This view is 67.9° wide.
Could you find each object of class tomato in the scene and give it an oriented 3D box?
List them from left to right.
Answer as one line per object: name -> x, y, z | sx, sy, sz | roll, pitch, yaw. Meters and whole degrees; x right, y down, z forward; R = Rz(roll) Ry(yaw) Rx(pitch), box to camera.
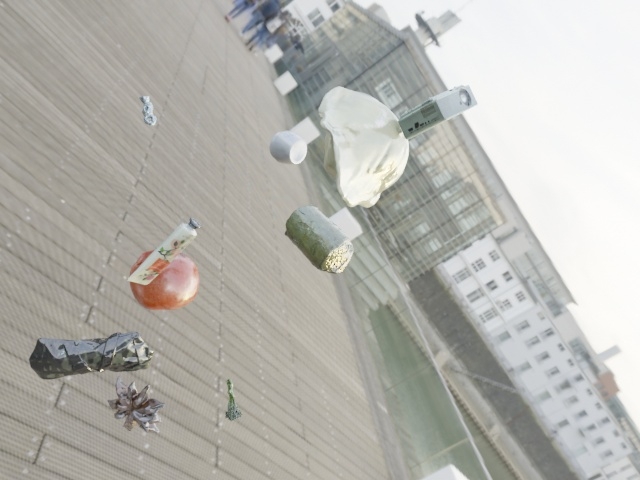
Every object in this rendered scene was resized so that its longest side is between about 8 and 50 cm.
tomato -> -0.489, 0.117, 1.494 | 0.208, 0.207, 0.185 | -82, 169, -72

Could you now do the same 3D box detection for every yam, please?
yam -> 0.000, 0.000, 2.048 | 0.300, 0.195, 0.195 | 46, 5, 32

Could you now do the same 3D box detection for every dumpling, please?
dumpling -> 0.103, -0.187, 1.097 | 0.318, 0.187, 0.243 | 58, 36, -37

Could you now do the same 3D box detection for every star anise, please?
star anise -> -0.548, 0.492, 1.392 | 0.182, 0.195, 0.065 | 22, 24, 10

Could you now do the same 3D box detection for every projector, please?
projector -> 0.256, -0.285, 1.042 | 0.147, 0.115, 0.061 | -32, 99, -39

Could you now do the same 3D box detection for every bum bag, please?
bum bag -> -0.678, 0.343, 1.420 | 0.095, 0.340, 0.144 | -117, -149, -55

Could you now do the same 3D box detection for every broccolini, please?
broccolini -> -0.364, 0.649, 1.931 | 0.216, 0.067, 0.058 | -132, -140, -64

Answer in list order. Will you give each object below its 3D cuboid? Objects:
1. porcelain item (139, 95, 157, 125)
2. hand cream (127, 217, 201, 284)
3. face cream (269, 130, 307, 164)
porcelain item -> -0.489, -0.365, 1.348 | 0.028, 0.036, 0.083 | -154, -130, -68
hand cream -> -0.413, 0.033, 1.271 | 0.050, 0.234, 0.080 | 47, 4, 26
face cream -> -0.115, -0.329, 1.694 | 0.104, 0.117, 0.117 | 23, -8, 34
